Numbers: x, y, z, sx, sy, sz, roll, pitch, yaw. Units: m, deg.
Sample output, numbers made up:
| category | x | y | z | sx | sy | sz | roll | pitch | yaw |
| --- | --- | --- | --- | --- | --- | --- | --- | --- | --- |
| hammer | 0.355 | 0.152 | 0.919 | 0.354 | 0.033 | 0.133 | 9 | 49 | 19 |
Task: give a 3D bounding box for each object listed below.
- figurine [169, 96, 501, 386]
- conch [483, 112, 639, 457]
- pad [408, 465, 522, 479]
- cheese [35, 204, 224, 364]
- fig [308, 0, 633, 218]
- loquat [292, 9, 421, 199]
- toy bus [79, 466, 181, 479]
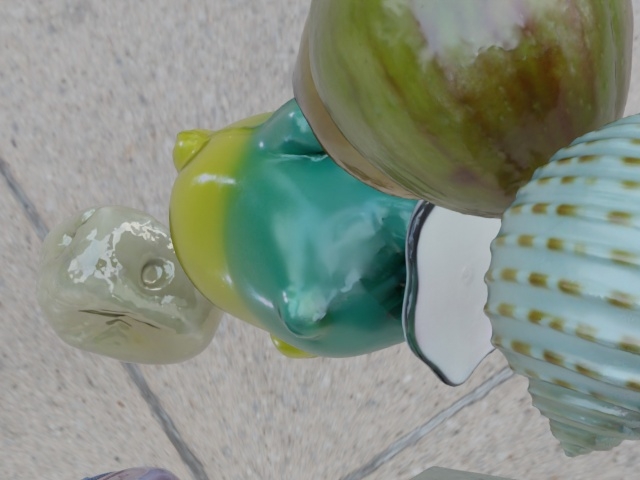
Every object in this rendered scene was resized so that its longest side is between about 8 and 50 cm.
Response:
| category | x | y | z | sx | sy | sz | roll | pitch | yaw |
| --- | --- | --- | --- | --- | --- | --- | --- | --- | --- |
| figurine | 0.000 | 0.000 | 1.319 | 0.340 | 0.324 | 0.231 | 12 | 42 | 40 |
| conch | 0.131 | 0.009 | 0.471 | 0.153 | 0.135 | 0.102 | -48 | 39 | 22 |
| pad | 0.173 | 0.223 | 1.161 | 0.265 | 0.159 | 0.009 | 5 | 100 | 31 |
| cheese | -0.220 | 0.052 | 1.586 | 0.235 | 0.218 | 0.117 | 1 | 58 | 22 |
| fig | 0.084 | -0.069 | 0.611 | 0.186 | 0.148 | 0.142 | 42 | 106 | -7 |
| loquat | 0.056 | -0.098 | 0.766 | 0.137 | 0.163 | 0.163 | 30 | 78 | 11 |
| toy bus | -0.158 | 0.363 | 1.418 | 0.197 | 0.232 | 0.294 | -33 | 89 | -39 |
